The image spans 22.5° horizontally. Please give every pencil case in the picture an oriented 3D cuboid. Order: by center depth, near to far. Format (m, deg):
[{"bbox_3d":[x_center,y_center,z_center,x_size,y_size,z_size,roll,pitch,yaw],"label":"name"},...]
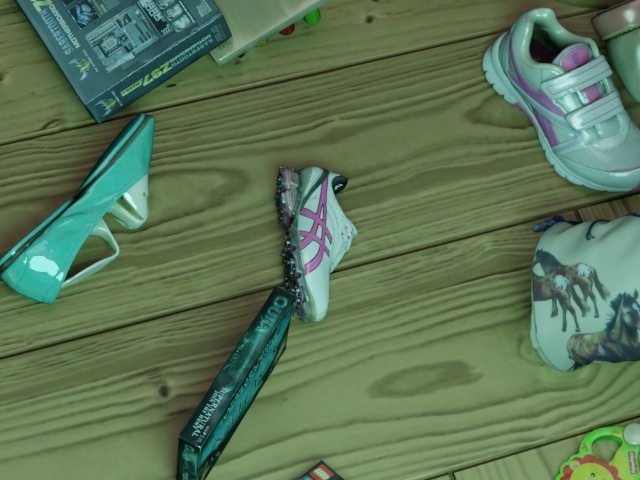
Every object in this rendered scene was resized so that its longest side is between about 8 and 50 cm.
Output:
[{"bbox_3d":[0.406,0.020,1.565,0.410,0.160,0.183,-13,30,35],"label":"pencil case"}]

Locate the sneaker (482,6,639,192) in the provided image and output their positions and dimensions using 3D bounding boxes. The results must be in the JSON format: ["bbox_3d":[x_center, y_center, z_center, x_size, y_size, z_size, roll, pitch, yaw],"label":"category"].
[{"bbox_3d":[0.282,-0.160,1.799,0.103,0.111,0.252,-34,70,-23],"label":"sneaker"}]

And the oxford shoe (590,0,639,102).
[{"bbox_3d":[0.482,-0.254,1.897,0.348,0.123,0.130,-19,91,-18],"label":"oxford shoe"}]

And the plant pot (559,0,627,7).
[{"bbox_3d":[0.328,-0.390,1.982,0.236,0.032,0.236,3,60,-6],"label":"plant pot"}]

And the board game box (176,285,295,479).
[{"bbox_3d":[-0.083,0.147,1.573,0.026,0.126,0.186,28,62,9],"label":"board game box"}]

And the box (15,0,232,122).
[{"bbox_3d":[-0.236,-0.273,1.803,0.183,0.059,0.232,-34,68,-4],"label":"box"}]

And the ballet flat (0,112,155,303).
[{"bbox_3d":[-0.235,-0.026,1.690,0.087,0.083,0.247,44,62,-10],"label":"ballet flat"}]

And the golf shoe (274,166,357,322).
[{"bbox_3d":[0.000,0.000,1.700,0.086,0.067,0.186,0,60,-9],"label":"golf shoe"}]

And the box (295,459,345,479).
[{"bbox_3d":[0.014,0.284,1.543,0.094,0.027,0.137,-35,57,-28],"label":"box"}]

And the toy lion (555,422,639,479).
[{"bbox_3d":[0.284,0.237,1.624,0.096,0.034,0.100,-1,60,1],"label":"toy lion"}]

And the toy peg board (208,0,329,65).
[{"bbox_3d":[-0.085,-0.287,1.859,0.161,0.079,0.161,-32,68,-5],"label":"toy peg board"}]
